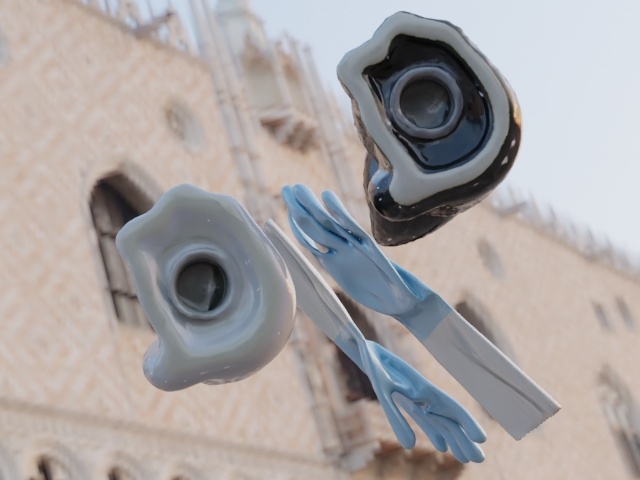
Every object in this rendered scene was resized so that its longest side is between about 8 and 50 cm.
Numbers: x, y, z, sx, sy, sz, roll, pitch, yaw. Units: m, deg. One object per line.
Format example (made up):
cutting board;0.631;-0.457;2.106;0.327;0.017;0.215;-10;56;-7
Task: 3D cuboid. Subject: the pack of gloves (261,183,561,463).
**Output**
pack of gloves;0.036;0.070;1.070;0.046;0.232;0.195;-44;-6;-21

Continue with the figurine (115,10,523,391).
figurine;0.000;0.000;0.812;0.215;0.092;0.209;-38;-10;-4
